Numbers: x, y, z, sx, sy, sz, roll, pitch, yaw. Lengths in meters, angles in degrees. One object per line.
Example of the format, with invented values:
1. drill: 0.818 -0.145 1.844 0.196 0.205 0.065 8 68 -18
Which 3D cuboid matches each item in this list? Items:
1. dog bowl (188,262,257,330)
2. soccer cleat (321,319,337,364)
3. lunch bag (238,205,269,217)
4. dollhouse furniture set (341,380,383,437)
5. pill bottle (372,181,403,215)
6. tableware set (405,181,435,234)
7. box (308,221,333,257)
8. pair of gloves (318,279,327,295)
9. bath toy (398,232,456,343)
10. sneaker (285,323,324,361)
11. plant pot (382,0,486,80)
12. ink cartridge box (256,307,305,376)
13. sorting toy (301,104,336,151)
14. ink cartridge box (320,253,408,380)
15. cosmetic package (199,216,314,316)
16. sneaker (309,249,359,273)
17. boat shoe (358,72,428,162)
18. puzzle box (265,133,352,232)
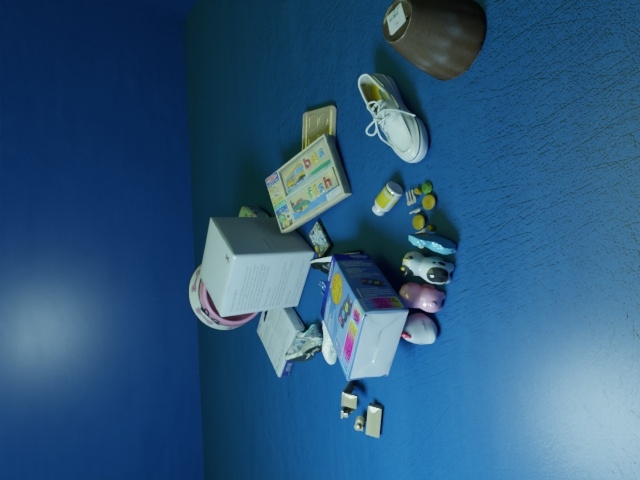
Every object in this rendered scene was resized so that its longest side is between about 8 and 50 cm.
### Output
1. dog bowl: -0.466 0.263 2.112 0.150 0.408 0.408 -13 81 56
2. soccer cleat: 0.045 0.414 1.674 0.076 0.068 0.196 -16 76 52
3. lunch bag: -0.365 -0.035 2.214 0.224 0.107 0.279 31 119 47
4. dollhouse furniture set: 0.168 0.632 1.537 0.151 0.123 0.144 7 99 20
5. pill bottle: 0.224 -0.139 1.372 0.116 0.065 0.065 -55 48 41
6. tableware set: 0.325 -0.099 1.267 0.104 0.024 0.154 -25 70 50
7. box: 0.000 0.000 1.746 0.094 0.027 0.137 -55 49 40
8. pair of gloves: 0.067 0.219 1.613 0.159 0.023 0.198 59 151 -7
9. bath toy: 0.298 0.155 1.226 0.151 0.129 0.348 24 113 53
10. sneaker: -0.070 0.468 1.835 0.283 0.110 0.122 -41 47 41
11. plant pot: 0.288 -0.571 1.104 0.215 0.230 0.215 5 96 56
12. ink cartridge box: -0.208 0.454 2.049 0.330 0.071 0.324 52 133 45
13. sorting toy: -0.003 -0.461 1.721 0.208 0.038 0.193 10 100 51
14. ink cartridge box: 0.118 0.222 1.355 0.395 0.151 0.270 -116 32 -59
15. cosmetic package: -0.300 0.105 1.873 0.327 0.393 0.329 48 129 43
16. sneaker: 0.053 0.118 1.613 0.283 0.107 0.124 -13 87 56
17. boat shoe: 0.208 -0.405 1.297 0.136 0.156 0.367 -46 55 48
18. puzzle box: -0.065 -0.231 1.716 0.409 0.052 0.272 -29 73 40
